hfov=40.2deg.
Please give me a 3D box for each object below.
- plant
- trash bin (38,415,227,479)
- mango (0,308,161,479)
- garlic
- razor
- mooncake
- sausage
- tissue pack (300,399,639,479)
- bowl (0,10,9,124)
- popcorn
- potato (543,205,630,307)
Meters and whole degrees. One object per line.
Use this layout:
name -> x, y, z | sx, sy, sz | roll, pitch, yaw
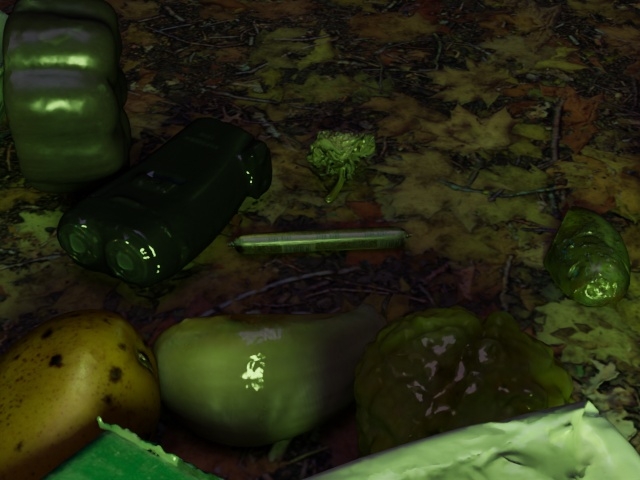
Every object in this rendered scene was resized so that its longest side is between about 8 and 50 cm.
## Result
plant -> 0.035, -0.118, 1.370 | 0.116, 0.122, 0.104 | 4, -8, -36
trash bin -> -0.223, 0.333, 0.667 | 0.259, 0.295, 0.381 | 20, 37, 21
mango -> -0.283, 0.202, 0.912 | 0.191, 0.160, 0.290 | 24, 56, 31
garlic -> -0.031, 0.123, 1.033 | 0.338, 0.151, 0.196 | -13, 25, -16
razor -> -0.214, -0.060, 1.268 | 0.189, 0.107, 0.327 | 19, 42, 22
mooncake -> -0.371, -0.219, 1.314 | 0.154, 0.306, 0.306 | -3, 39, -9
sausage -> 0.000, 0.000, 1.257 | 0.268, 0.033, 0.033 | -3, 40, -4
tissue pack -> 0.099, 0.310, 0.626 | 0.266, 0.357, 0.194 | -13, 41, -15
bowl -> -0.645, -0.182, 1.330 | 0.434, 0.196, 0.435 | -5, 40, 4
popcorn -> 0.132, 0.184, 0.909 | 0.259, 0.259, 0.212 | -6, 15, -8
potato -> 0.380, 0.010, 1.235 | 0.119, 0.054, 0.198 | 9, 40, 14
